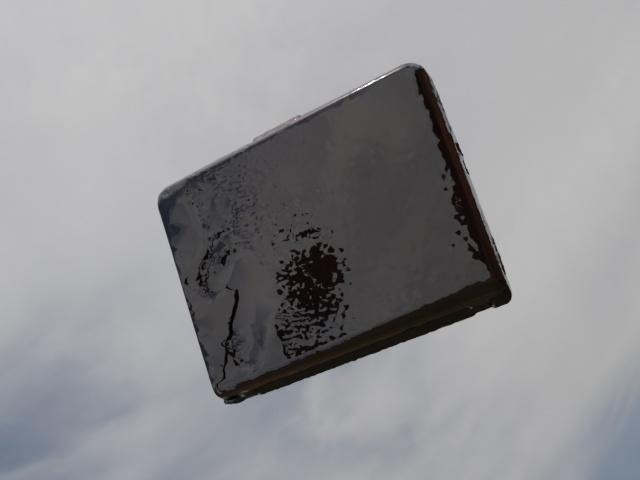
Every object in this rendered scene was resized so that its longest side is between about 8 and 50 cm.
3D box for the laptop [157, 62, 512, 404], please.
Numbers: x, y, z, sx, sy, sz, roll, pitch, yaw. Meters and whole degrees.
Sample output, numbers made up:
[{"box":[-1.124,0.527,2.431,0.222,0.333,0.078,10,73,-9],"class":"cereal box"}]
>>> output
[{"box":[0.000,0.000,0.577,0.026,0.207,0.154,1,-112,-62],"class":"laptop"}]
